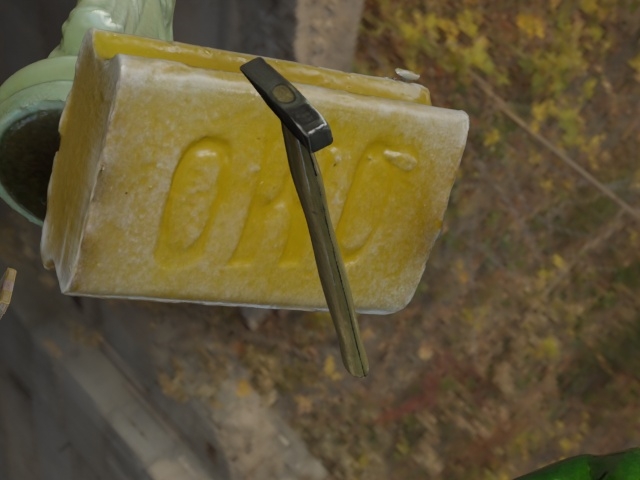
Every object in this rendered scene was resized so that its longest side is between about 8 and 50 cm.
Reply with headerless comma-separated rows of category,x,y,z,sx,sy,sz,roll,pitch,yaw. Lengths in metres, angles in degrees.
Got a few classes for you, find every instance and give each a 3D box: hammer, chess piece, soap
hammer,0.000,0.000,0.609,0.013,0.062,0.199,-29,141,-13
chess piece,-0.172,-0.155,1.109,0.176,0.175,0.298,102,-4,-49
soap,-0.044,-0.041,0.902,0.274,0.089,0.173,4,112,-32

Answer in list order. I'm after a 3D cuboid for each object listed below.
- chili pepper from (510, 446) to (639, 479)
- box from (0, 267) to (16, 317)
chili pepper,0.201,0.245,0.968,0.213,0.167,0.385,-31,166,30
box,-0.327,0.069,1.305,0.012,0.046,0.083,23,132,-22
